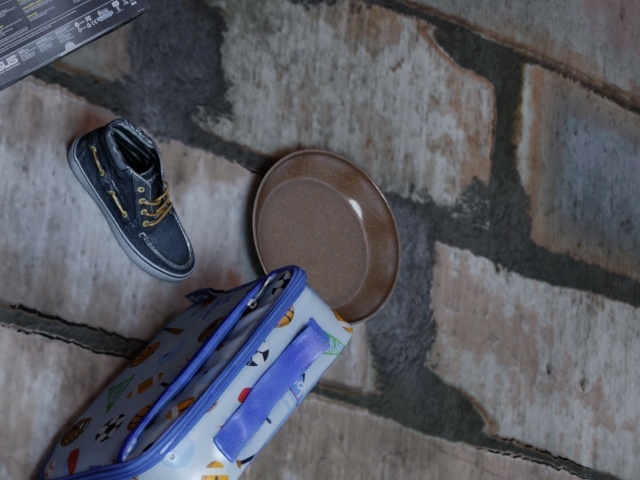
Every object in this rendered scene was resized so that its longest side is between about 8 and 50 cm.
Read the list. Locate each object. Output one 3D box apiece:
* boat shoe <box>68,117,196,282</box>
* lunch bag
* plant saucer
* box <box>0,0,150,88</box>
[{"bbox_3d":[-0.176,-0.038,1.911,0.183,0.083,0.065,52,53,-13],"label":"boat shoe"},{"bbox_3d":[-0.111,0.150,1.798,0.115,0.243,0.303,49,54,-15],"label":"lunch bag"},{"bbox_3d":[0.000,0.000,2.062,0.198,0.036,0.199,12,69,-33],"label":"plant saucer"},{"bbox_3d":[-0.307,-0.260,1.900,0.231,0.056,0.183,-36,98,-39],"label":"box"}]
